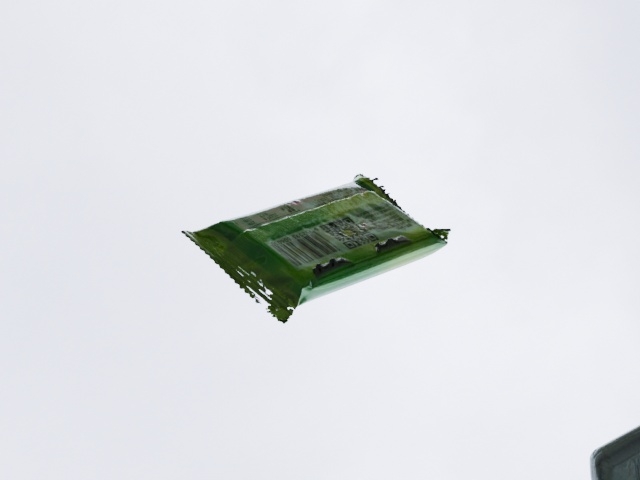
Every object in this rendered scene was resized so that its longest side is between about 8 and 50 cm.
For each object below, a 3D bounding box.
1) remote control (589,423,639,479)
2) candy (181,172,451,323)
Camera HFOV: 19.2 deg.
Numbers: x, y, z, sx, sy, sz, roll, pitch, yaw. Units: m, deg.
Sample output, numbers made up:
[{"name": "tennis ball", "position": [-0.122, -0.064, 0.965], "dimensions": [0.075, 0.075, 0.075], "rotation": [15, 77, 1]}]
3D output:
[{"name": "remote control", "position": [0.217, 0.123, 1.144], "dimensions": [0.124, 0.018, 0.053], "rotation": [-26, -56, -17]}, {"name": "candy", "position": [0.000, 0.001, 1.300], "dimensions": [0.102, 0.032, 0.178], "rotation": [33, -146, 31]}]
